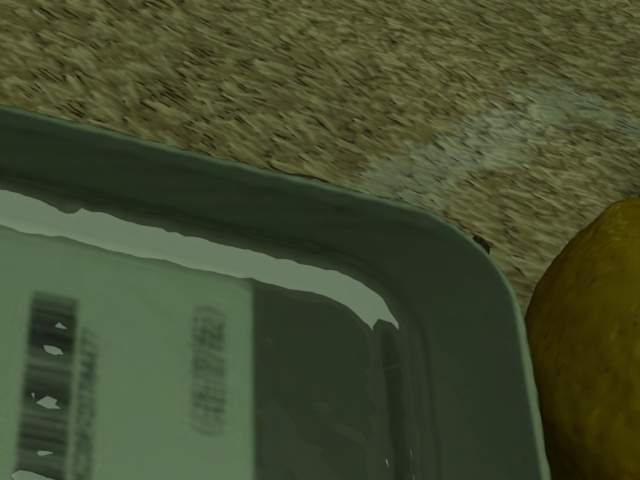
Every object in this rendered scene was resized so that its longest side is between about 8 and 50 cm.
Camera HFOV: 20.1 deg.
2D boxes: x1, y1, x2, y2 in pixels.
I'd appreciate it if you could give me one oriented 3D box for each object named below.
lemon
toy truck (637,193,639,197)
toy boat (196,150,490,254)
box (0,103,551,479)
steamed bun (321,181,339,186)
[{"bbox_3d":[0.197,0.074,0.893,0.204,0.204,0.260,17,26,-11],"label":"lemon"},{"bbox_3d":[0.351,-0.037,1.329,0.208,0.113,0.126,9,31,-24],"label":"toy truck"},{"bbox_3d":[0.000,0.000,1.020,0.185,0.075,0.077,17,29,-2],"label":"toy boat"},{"bbox_3d":[-0.104,0.114,0.600,0.396,0.111,0.396,13,42,-17],"label":"box"},{"bbox_3d":[-0.030,0.053,0.862,0.183,0.106,0.183,15,40,-13],"label":"steamed bun"}]
